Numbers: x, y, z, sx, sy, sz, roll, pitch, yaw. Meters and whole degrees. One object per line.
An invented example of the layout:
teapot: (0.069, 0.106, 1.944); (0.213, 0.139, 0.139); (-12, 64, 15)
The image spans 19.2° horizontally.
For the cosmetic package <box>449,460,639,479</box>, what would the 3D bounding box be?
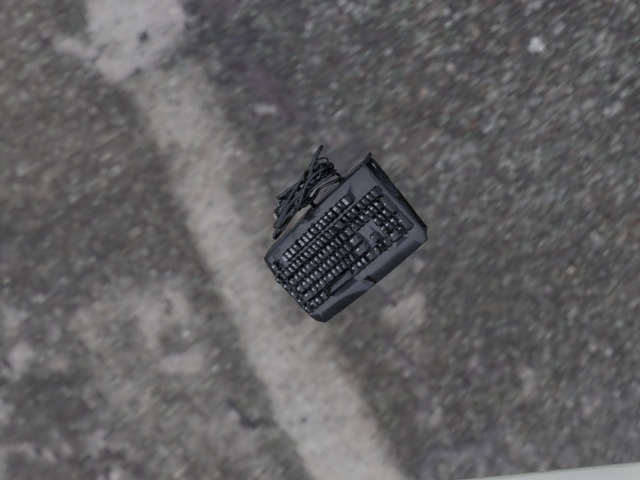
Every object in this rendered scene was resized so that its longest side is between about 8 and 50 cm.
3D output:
cosmetic package: (0.258, 0.265, 1.721); (0.309, 0.160, 0.113); (-15, 72, 55)

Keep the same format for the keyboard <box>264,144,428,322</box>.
keyboard: (0.000, 0.000, 1.367); (0.100, 0.038, 0.192); (51, 147, 3)
